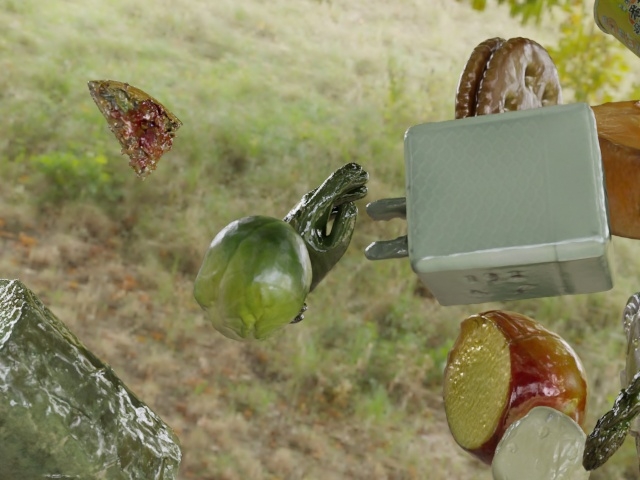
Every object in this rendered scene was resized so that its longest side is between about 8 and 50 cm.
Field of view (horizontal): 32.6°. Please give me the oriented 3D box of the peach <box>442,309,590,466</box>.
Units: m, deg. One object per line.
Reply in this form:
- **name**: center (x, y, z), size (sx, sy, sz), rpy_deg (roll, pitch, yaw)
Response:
- **peach**: center (0.324, 0.251, 1.856), size (0.245, 0.248, 0.274), rpy_deg (38, 15, -40)

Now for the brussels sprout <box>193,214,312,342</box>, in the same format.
- **brussels sprout**: center (-0.073, 0.046, 1.318), size (0.117, 0.155, 0.155), rpy_deg (-7, 16, -43)

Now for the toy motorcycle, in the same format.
- **toy motorcycle**: center (0.546, 0.231, 1.750), size (0.108, 0.340, 0.223), rpy_deg (2, -19, -6)

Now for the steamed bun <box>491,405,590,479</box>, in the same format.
- **steamed bun**: center (0.283, 0.279, 1.374), size (0.112, 0.130, 0.091), rpy_deg (32, -1, 34)

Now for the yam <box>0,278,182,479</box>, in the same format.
- **yam**: center (-0.241, 0.169, 0.964), size (0.268, 0.161, 0.161), rpy_deg (51, -16, -26)

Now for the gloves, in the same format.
- **gloves**: center (-0.012, 0.000, 1.646), size (0.107, 0.268, 0.135), rpy_deg (25, 8, -38)

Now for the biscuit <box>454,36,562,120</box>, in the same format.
- **biscuit**: center (0.220, -0.131, 1.287), size (0.066, 0.220, 0.220), rpy_deg (6, -3, 34)

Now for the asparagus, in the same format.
- **asparagus**: center (0.315, 0.167, 1.119), size (0.036, 0.165, 0.030), rpy_deg (37, 6, 38)

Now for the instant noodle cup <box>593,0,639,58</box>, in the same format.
- **instant noodle cup**: center (0.561, -0.365, 1.760), size (0.205, 0.205, 0.153), rpy_deg (12, 41, -45)

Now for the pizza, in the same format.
- **pizza**: center (-0.295, -0.187, 1.864), size (0.053, 0.193, 0.201), rpy_deg (-33, -29, 28)

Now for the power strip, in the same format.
- **power strip**: center (0.141, -0.024, 0.978), size (0.224, 0.139, 0.140), rpy_deg (-6, -18, 16)

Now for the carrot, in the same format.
- **carrot**: center (0.403, -0.075, 1.141), size (0.307, 0.100, 0.258), rpy_deg (-1, 23, -4)
